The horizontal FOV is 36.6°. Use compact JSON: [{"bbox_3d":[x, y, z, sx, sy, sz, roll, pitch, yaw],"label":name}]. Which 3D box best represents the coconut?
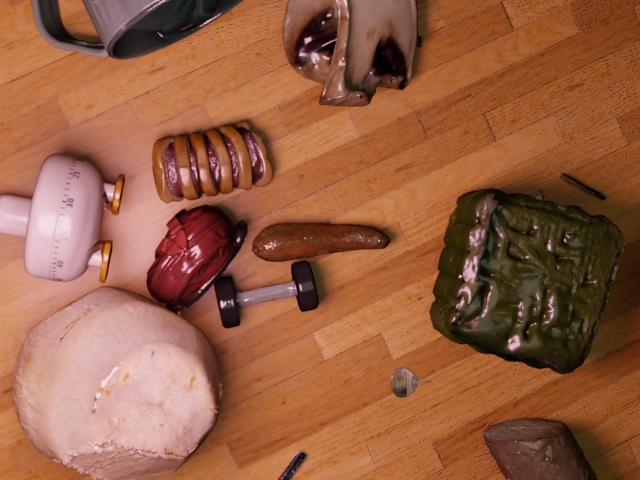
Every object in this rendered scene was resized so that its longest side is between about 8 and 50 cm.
[{"bbox_3d":[-0.365,0.257,1.736,0.346,0.360,0.346,-7,103,-34],"label":"coconut"}]

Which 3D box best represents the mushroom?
[{"bbox_3d":[0.063,-0.395,1.851,0.217,0.212,0.291,-6,91,-47],"label":"mushroom"}]

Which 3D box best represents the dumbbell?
[{"bbox_3d":[-0.105,0.103,1.867,0.191,0.100,0.100,-12,95,-7],"label":"dumbbell"}]

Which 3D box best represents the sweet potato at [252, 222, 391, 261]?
[{"bbox_3d":[0.000,0.000,1.890,0.273,0.075,0.075,-3,94,-10],"label":"sweet potato"}]

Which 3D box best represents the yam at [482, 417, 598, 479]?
[{"bbox_3d":[0.463,0.483,1.931,0.168,0.168,0.304,-30,97,-4],"label":"yam"}]

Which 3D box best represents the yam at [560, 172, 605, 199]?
[{"bbox_3d":[0.536,-0.109,1.976,0.107,0.014,0.014,27,90,-8],"label":"yam"}]

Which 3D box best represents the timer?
[{"bbox_3d":[-0.489,-0.044,1.747,0.240,0.233,0.233,11,92,-10],"label":"timer"}]

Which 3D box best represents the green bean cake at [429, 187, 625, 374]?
[{"bbox_3d":[0.399,0.070,1.871,0.319,0.218,0.335,12,94,-8],"label":"green bean cake"}]

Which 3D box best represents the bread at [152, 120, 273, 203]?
[{"bbox_3d":[-0.209,-0.148,1.848,0.225,0.081,0.134,-13,94,-5],"label":"bread"}]

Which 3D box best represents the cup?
[{"bbox_3d":[-0.355,-0.524,1.701,0.401,0.310,0.392,-30,91,-6],"label":"cup"}]

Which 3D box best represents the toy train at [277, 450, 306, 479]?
[{"bbox_3d":[-0.058,0.455,1.936,0.017,0.017,0.083,37,89,-10],"label":"toy train"}]

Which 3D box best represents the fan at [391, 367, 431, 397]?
[{"bbox_3d":[0.177,0.294,1.962,0.080,0.003,0.060,27,90,-8],"label":"fan"}]

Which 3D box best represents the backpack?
[{"bbox_3d":[-0.240,0.024,1.786,0.139,0.229,0.229,40,88,-3],"label":"backpack"}]
